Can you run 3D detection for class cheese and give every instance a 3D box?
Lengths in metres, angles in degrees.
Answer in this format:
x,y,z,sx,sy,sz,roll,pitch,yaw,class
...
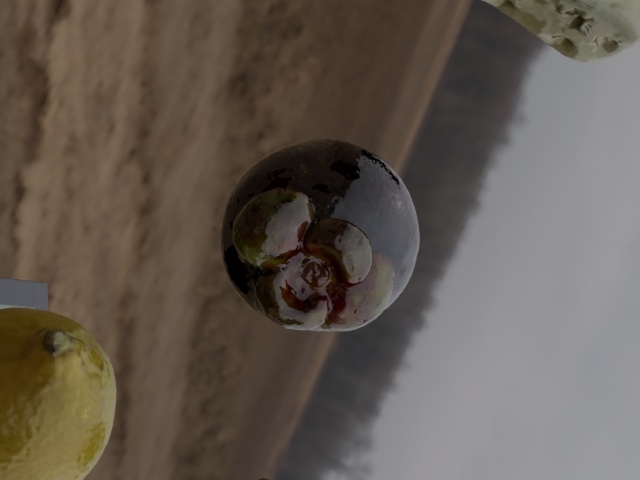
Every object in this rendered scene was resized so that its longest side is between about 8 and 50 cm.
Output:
x,y,z,sx,sy,sz,roll,pitch,yaw,class
0.270,-0.305,2.124,0.159,0.263,0.093,-21,-138,58,cheese

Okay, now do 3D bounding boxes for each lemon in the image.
x,y,z,sx,sy,sz,roll,pitch,yaw,class
-0.276,0.152,1.593,0.244,0.187,0.187,-38,-164,36,lemon

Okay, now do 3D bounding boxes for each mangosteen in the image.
x,y,z,sx,sy,sz,roll,pitch,yaw,class
0.000,0.000,1.757,0.210,0.210,0.210,23,90,-88,mangosteen

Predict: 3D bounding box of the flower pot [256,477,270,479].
x,y,z,sx,sy,sz,roll,pitch,yaw,class
-0.020,0.330,1.720,0.084,0.251,0.179,-34,-160,-24,flower pot

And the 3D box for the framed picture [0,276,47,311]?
x,y,z,sx,sy,sz,roll,pitch,yaw,class
-0.368,0.165,1.921,0.347,0.016,0.265,12,74,-72,framed picture
